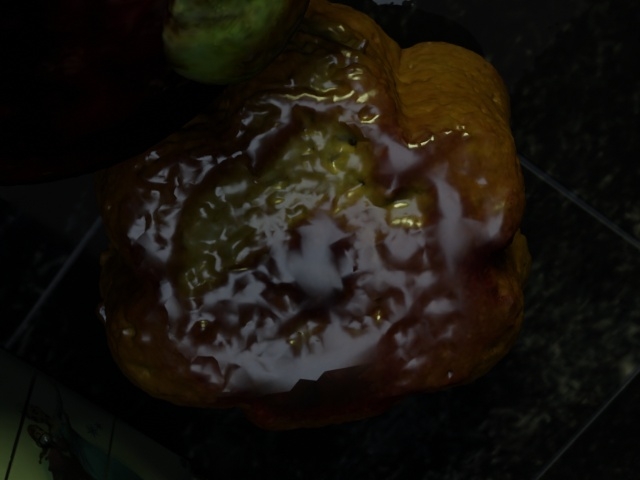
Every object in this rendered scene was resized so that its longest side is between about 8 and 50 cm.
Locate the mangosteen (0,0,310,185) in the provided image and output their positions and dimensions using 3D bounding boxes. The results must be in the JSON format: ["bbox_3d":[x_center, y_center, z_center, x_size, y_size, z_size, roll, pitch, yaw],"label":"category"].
[{"bbox_3d":[-0.118,-0.154,0.508,0.287,0.288,0.288,-2,114,-4],"label":"mangosteen"}]

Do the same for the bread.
[{"bbox_3d":[-0.008,-0.010,0.662,0.246,0.135,0.232,-11,111,0],"label":"bread"}]

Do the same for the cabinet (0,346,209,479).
[{"bbox_3d":[-0.182,0.176,0.727,0.206,0.145,0.150,34,107,-18],"label":"cabinet"}]
